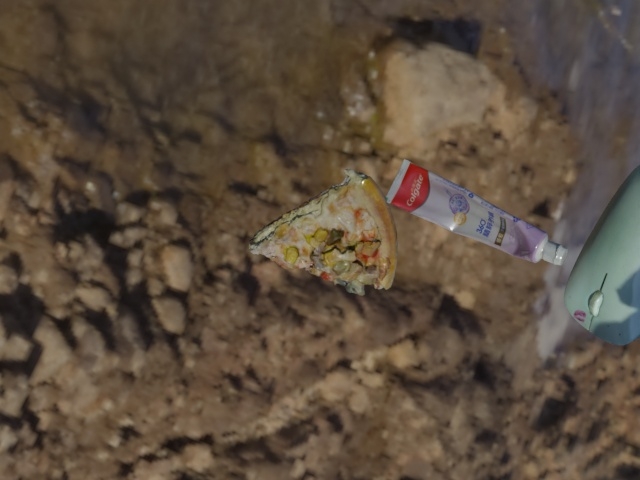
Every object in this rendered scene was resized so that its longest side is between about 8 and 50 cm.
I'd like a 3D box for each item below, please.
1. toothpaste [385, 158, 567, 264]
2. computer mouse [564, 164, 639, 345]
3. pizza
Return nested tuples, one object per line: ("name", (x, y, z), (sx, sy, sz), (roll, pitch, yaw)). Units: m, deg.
("toothpaste", (0.241, -0.035, 1.935), (0.048, 0.301, 0.075), (-14, 126, -62))
("computer mouse", (0.466, 0.011, 1.847), (0.097, 0.159, 0.288), (20, 106, -52))
("pizza", (0.000, 0.000, 1.594), (0.052, 0.195, 0.185), (-77, 157, -57))
